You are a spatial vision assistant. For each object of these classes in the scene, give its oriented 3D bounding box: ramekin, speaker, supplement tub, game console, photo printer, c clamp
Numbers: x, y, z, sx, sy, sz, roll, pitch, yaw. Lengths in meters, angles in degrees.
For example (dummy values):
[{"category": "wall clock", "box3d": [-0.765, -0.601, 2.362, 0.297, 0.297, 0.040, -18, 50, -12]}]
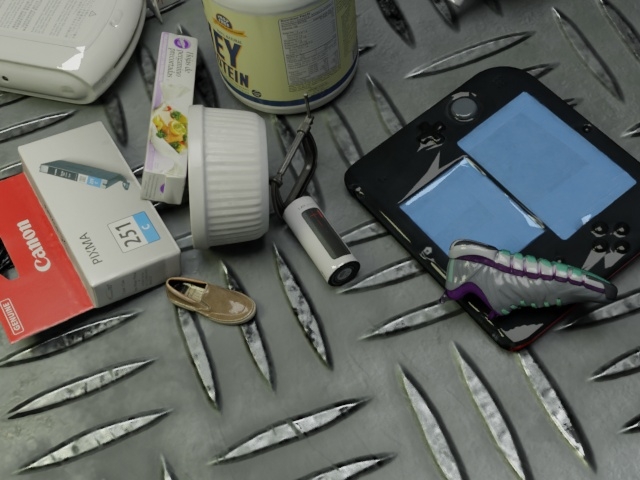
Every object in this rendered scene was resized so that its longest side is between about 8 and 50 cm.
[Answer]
[{"category": "ramekin", "box3d": [-0.132, -0.091, 1.317, 0.109, 0.207, 0.207, -1, 58, -6]}, {"category": "speaker", "box3d": [0.000, 0.000, 1.329, 0.055, 0.055, 0.136, -28, 59, -11]}, {"category": "supplement tub", "box3d": [-0.065, -0.378, 1.410, 0.235, 0.325, 0.235, -3, 58, 4]}, {"category": "game console", "box3d": [0.275, -0.068, 1.341, 0.342, 0.060, 0.386, -34, 61, -15]}, {"category": "photo printer", "box3d": [-0.462, -0.362, 1.569, 0.307, 0.107, 0.256, 11, 60, 12]}, {"category": "c clamp", "box3d": [-0.041, -0.117, 1.360, 0.022, 0.137, 0.161, 15, 66, 21]}]

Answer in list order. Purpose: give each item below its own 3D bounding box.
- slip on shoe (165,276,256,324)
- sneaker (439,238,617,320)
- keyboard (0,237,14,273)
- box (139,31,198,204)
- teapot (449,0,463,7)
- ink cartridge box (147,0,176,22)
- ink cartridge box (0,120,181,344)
[{"category": "slip on shoe", "box3d": [-0.157, 0.081, 1.302, 0.135, 0.041, 0.051, 18, 62, 16]}, {"category": "sneaker", "box3d": [0.273, 0.069, 1.217, 0.223, 0.083, 0.098, 15, 95, 15]}, {"category": "keyboard", "box3d": [-0.510, 0.023, 1.377, 0.100, 0.038, 0.192, 27, 66, 20]}, {"category": "box", "box3d": [-0.235, -0.198, 1.436, 0.063, 0.067, 0.324, 9, 48, -14]}, {"category": "teapot", "box3d": [0.298, -0.548, 1.572, 0.256, 0.187, 0.252, -15, 74, -34]}, {"category": "ink cartridge box", "box3d": [-0.306, -0.484, 1.631, 0.060, 0.104, 0.180, -29, 61, -13]}, {"category": "ink cartridge box", "box3d": [-0.385, -0.023, 1.352, 0.261, 0.066, 0.296, -23, 58, -22]}]
